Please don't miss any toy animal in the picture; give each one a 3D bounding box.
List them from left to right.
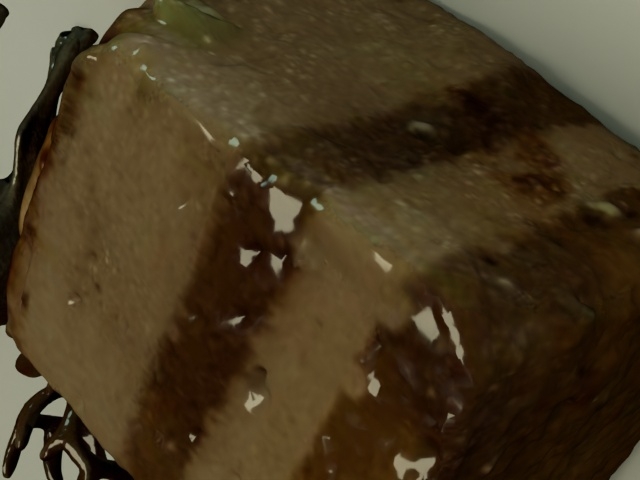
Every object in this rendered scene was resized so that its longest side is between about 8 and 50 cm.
[{"bbox_3d":[-0.145,0.020,0.915,0.087,0.243,0.260,12,93,22],"label":"toy animal"}]

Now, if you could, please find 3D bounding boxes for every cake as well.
[{"bbox_3d":[0.000,0.000,0.762,0.293,0.196,0.199,43,133,26],"label":"cake"}]
